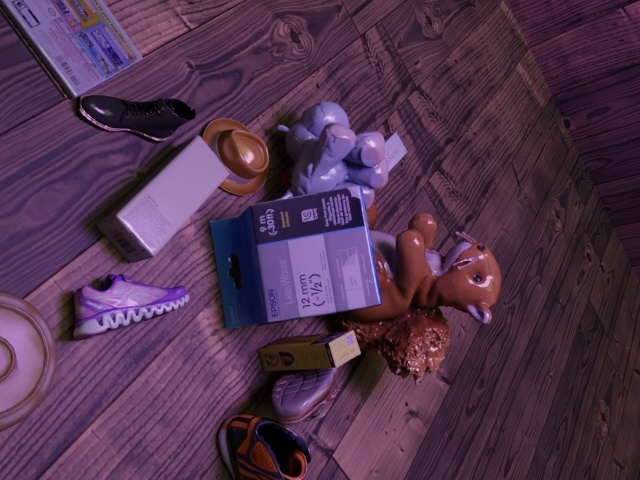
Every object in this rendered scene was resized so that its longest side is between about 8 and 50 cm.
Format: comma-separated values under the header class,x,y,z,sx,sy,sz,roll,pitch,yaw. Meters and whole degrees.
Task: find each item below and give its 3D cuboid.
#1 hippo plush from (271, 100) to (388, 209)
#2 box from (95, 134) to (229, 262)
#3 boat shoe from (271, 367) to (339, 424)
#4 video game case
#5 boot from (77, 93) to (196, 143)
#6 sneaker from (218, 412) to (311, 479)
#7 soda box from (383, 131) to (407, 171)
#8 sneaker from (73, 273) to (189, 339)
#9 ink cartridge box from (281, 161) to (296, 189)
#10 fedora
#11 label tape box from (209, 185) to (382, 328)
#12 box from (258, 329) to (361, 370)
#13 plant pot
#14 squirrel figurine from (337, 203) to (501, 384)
class,x,y,z,sx,sy,sz,roll,pitch,yaw
hippo plush,0.018,-0.198,1.509,0.234,0.294,0.236,28,28,-35
box,-0.314,-0.087,1.261,0.113,0.094,0.275,54,48,-21
boat shoe,-0.016,0.338,1.364,0.324,0.123,0.116,-25,109,-71
video game case,-0.485,-0.413,1.229,0.212,0.023,0.193,56,47,-17
boot,-0.361,-0.264,1.230,0.198,0.137,0.077,8,74,-43
sneaker,-0.089,0.507,1.262,0.124,0.180,0.321,-31,101,-45
soda box,0.165,-0.229,1.794,0.074,0.069,0.216,58,46,-16
sneaker,-0.359,0.107,1.171,0.236,0.095,0.104,-13,81,-45
ink cartridge box,-0.049,-0.174,1.594,0.063,0.029,0.115,51,49,-22
fedora,-0.181,-0.201,1.434,0.194,0.079,0.194,14,69,-41
label tape box,-0.062,0.042,1.308,0.115,0.347,0.249,48,33,-82
box,-0.028,0.243,1.356,0.087,0.232,0.058,-20,93,-45
plant pot,-0.540,0.195,1.004,0.236,0.032,0.236,13,71,-42
squirrel figurine,0.235,0.131,1.503,0.281,0.370,0.397,-58,156,-66
